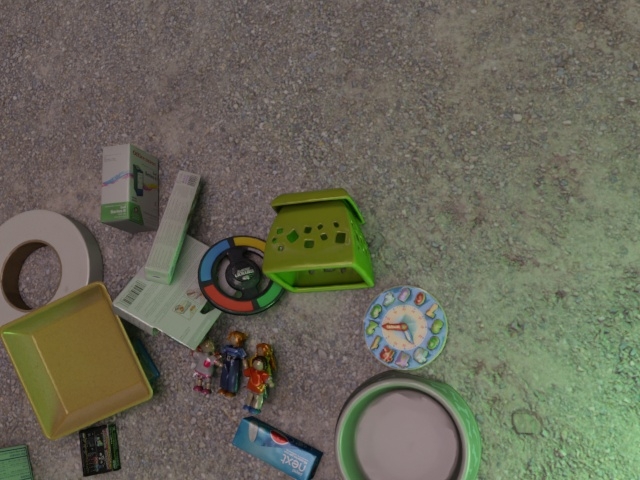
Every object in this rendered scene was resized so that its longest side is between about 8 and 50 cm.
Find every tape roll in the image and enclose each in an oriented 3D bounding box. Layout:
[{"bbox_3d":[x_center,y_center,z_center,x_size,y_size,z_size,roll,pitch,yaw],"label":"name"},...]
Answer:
[{"bbox_3d":[-0.807,0.105,1.811,0.391,0.072,0.392,-3,79,14],"label":"tape roll"}]

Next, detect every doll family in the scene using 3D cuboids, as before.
[{"bbox_3d":[-0.202,0.317,1.595,0.262,0.118,0.163,11,93,30],"label":"doll family"}]

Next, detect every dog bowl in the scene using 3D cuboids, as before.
[{"bbox_3d":[0.189,0.471,1.451,0.348,0.102,0.349,-3,78,15],"label":"dog bowl"}]

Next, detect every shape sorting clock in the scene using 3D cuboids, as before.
[{"bbox_3d":[0.203,0.210,1.530,0.206,0.040,0.206,-3,79,15],"label":"shape sorting clock"}]

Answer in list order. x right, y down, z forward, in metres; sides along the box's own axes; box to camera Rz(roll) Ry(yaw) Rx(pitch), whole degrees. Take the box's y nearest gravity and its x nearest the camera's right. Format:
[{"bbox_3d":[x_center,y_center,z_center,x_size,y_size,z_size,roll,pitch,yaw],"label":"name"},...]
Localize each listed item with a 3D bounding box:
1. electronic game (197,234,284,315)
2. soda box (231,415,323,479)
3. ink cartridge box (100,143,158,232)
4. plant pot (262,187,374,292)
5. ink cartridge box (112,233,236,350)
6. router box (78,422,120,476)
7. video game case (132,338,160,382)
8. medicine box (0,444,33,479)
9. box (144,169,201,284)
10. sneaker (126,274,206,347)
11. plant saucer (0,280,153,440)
[{"bbox_3d":[-0.198,0.086,1.614,0.229,0.048,0.229,4,58,-7],"label":"electronic game"},{"bbox_3d":[-0.106,0.507,1.543,0.210,0.067,0.071,22,86,17],"label":"soda box"},{"bbox_3d":[-0.522,-0.141,1.736,0.093,0.154,0.213,-7,77,14],"label":"ink cartridge box"},{"bbox_3d":[0.000,0.000,1.536,0.227,0.228,0.207,-6,70,14],"label":"plant pot"},{"bbox_3d":[-0.351,0.128,1.622,0.238,0.060,0.275,30,56,5],"label":"ink cartridge box"},{"bbox_3d":[-0.587,0.556,1.680,0.092,0.038,0.123,-14,76,13],"label":"router box"},{"bbox_3d":[-0.527,0.364,1.714,0.166,0.015,0.119,-37,72,5],"label":"video game case"},{"bbox_3d":[-0.874,0.696,1.614,0.149,0.263,0.289,-21,74,11],"label":"medicine box"},{"bbox_3d":[-0.381,-0.040,1.651,0.067,0.063,0.324,12,56,-4],"label":"box"},{"bbox_3d":[-0.413,0.179,1.668,0.275,0.110,0.107,38,91,19],"label":"sneaker"},{"bbox_3d":[-0.631,0.312,1.671,0.332,0.081,0.333,-24,90,10],"label":"plant saucer"}]
